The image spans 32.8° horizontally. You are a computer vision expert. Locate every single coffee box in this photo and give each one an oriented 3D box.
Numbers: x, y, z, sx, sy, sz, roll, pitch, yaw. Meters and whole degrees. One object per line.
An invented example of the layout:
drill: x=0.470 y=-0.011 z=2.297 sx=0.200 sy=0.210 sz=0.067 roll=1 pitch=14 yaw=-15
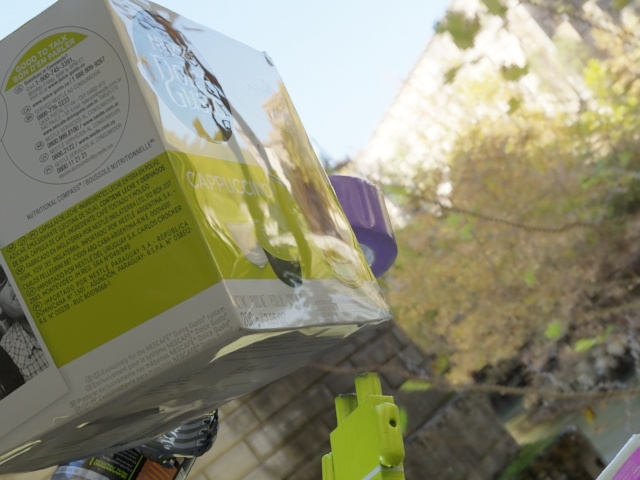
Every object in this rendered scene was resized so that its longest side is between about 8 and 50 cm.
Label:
coffee box: x=-0.192 y=0.003 z=1.058 sx=0.338 sy=0.334 sz=0.337 roll=-29 pitch=-14 yaw=20

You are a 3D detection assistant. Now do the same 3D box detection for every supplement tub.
supplement tub: x=-0.316 y=0.367 z=1.777 sx=0.316 sy=0.193 sz=0.193 roll=-61 pitch=8 yaw=-35

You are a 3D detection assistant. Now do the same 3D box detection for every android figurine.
android figurine: x=0.070 y=0.358 z=1.730 sx=0.056 sy=0.273 sz=0.248 roll=9 pitch=-33 yaw=-21

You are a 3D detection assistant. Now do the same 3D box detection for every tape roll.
tape roll: x=0.000 y=0.000 z=1.396 sx=0.189 sy=0.080 sz=0.189 roll=-10 pitch=-27 yaw=-5

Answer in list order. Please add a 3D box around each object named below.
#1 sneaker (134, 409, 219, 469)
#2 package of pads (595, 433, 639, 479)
sneaker: x=-0.185 y=0.248 z=1.606 sx=0.300 sy=0.121 sz=0.111 roll=-35 pitch=21 yaw=41
package of pads: x=0.589 y=0.493 z=1.829 sx=0.229 sy=0.296 sz=0.101 roll=-45 pitch=-31 yaw=-14
